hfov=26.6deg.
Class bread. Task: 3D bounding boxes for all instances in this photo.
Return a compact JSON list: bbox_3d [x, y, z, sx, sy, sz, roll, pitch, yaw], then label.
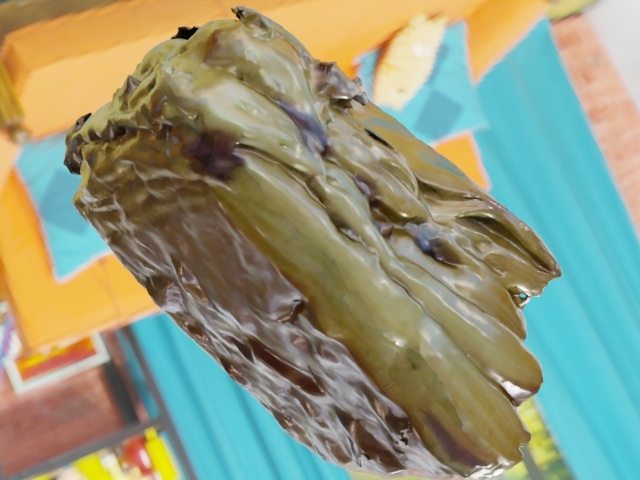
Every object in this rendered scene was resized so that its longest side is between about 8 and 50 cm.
[{"bbox_3d":[0.000,0.000,0.875,0.167,0.324,0.277,-47,-166,-23],"label":"bread"}]
